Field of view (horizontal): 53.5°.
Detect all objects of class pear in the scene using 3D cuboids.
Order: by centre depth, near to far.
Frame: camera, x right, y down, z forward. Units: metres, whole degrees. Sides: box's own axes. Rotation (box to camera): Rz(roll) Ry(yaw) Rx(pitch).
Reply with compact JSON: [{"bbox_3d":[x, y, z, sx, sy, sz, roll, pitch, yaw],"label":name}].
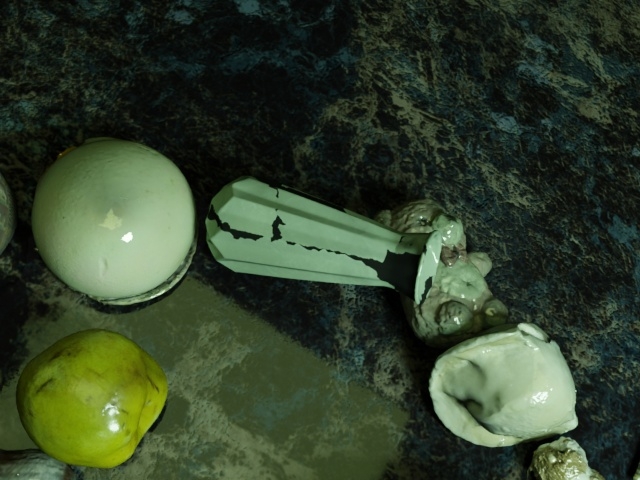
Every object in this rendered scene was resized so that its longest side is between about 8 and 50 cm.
[{"bbox_3d":[-0.322,0.216,0.892,0.200,0.200,0.200,4,69,-12],"label":"pear"}]

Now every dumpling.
[{"bbox_3d":[0.295,0.252,1.021,0.227,0.175,0.243,-28,88,15],"label":"dumpling"}]

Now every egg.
[{"bbox_3d":[-0.318,-0.058,1.001,0.264,0.174,0.286,7,65,-15],"label":"egg"}]

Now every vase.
[{"bbox_3d":[0.000,0.000,0.998,0.360,0.165,0.165,13,65,22],"label":"vase"}]

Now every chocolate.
[{"bbox_3d":[-0.456,0.328,0.862,0.248,0.110,0.110,9,68,-15],"label":"chocolate"}]

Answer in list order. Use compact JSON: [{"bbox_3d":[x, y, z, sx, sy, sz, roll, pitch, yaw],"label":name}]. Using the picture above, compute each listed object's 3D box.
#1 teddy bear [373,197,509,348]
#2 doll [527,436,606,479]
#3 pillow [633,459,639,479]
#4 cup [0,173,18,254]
[{"bbox_3d":[0.204,0.051,1.098,0.236,0.151,0.267,0,71,-36],"label":"teddy bear"},{"bbox_3d":[0.437,0.422,1.036,0.221,0.105,0.115,44,83,7],"label":"doll"},{"bbox_3d":[0.640,0.368,1.142,0.113,0.038,0.203,33,67,0],"label":"pillow"},{"bbox_3d":[-0.570,-0.037,0.890,0.227,0.257,0.301,-16,76,-16],"label":"cup"}]
